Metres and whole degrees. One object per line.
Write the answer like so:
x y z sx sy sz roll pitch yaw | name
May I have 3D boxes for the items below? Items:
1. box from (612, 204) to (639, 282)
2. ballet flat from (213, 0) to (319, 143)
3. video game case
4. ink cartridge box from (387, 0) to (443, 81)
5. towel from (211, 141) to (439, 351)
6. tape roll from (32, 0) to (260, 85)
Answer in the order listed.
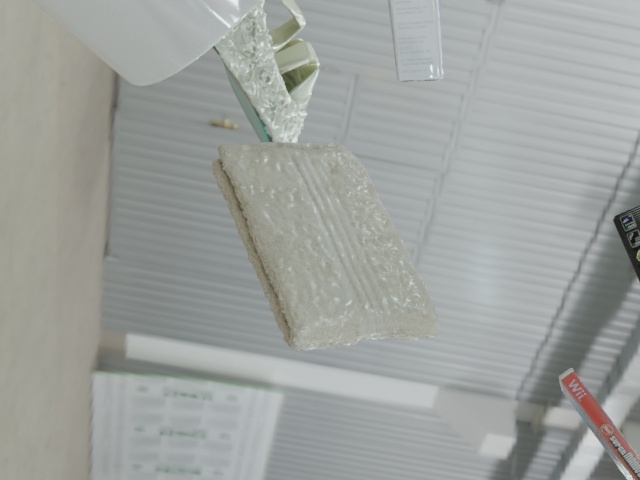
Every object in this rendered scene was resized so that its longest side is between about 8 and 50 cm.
0.545 0.012 1.460 0.045 0.191 0.184 6 63 -55 | box
-0.071 -0.240 1.328 0.409 0.147 0.147 61 35 -62 | ballet flat
0.425 0.308 1.394 0.285 0.025 0.204 55 4 19 | video game case
0.071 -0.271 0.829 0.206 0.045 0.208 -88 173 -50 | ink cartridge box
0.000 0.000 1.135 0.049 0.187 0.282 -60 -137 43 | towel
-0.139 -0.272 0.829 0.246 0.169 0.246 -33 -145 27 | tape roll
